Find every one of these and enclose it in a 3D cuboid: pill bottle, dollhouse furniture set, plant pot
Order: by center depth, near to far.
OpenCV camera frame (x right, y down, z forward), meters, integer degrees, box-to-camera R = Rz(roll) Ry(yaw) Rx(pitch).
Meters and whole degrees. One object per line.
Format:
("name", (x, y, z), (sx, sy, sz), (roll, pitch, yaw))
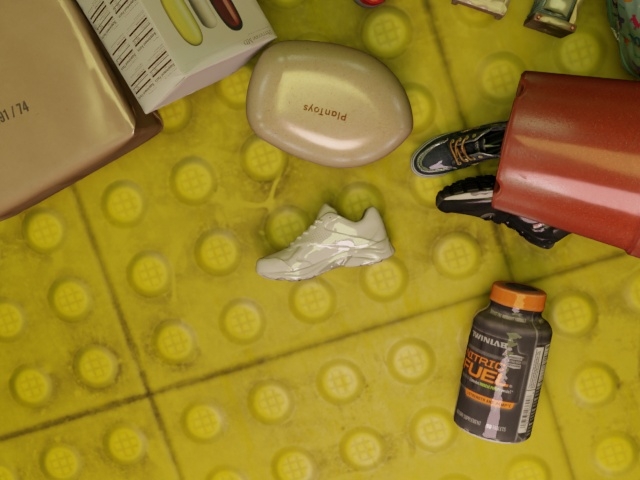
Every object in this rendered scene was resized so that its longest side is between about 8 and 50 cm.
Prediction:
("plant pot", (0.389, -0.115, 1.196), (0.265, 0.272, 0.272), (14, 100, 12))
("dollhouse furniture set", (0.309, -0.398, 1.297), (0.184, 0.129, 0.129), (19, 100, 2))
("pill bottle", (0.300, 0.192, 1.395), (0.130, 0.130, 0.245), (10, 99, 4))

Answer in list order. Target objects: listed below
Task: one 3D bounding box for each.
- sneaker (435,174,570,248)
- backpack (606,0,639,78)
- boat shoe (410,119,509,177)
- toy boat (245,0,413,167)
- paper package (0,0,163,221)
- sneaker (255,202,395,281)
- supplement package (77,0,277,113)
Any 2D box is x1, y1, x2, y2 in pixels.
("sneaker", (0.328, -0.041, 1.370), (0.283, 0.107, 0.124), (-4, 105, 6))
("backpack", (0.533, -0.337, 1.238), (0.225, 0.191, 0.253), (-28, 125, -5))
("boat shoe", (0.230, -0.148, 1.369), (0.183, 0.083, 0.065), (-20, 97, 8))
("toy boat", (0.039, -0.273, 1.346), (0.267, 0.148, 0.318), (18, 106, -8))
("paper package", (-0.471, -0.232, 1.381), (0.325, 0.168, 0.309), (-26, 96, 10))
("sneaker", (0.000, 0.000, 1.423), (0.232, 0.090, 0.115), (-14, 91, -2))
("supplement package", (-0.216, -0.338, 1.303), (0.149, 0.194, 0.203), (-24, 99, 53))
